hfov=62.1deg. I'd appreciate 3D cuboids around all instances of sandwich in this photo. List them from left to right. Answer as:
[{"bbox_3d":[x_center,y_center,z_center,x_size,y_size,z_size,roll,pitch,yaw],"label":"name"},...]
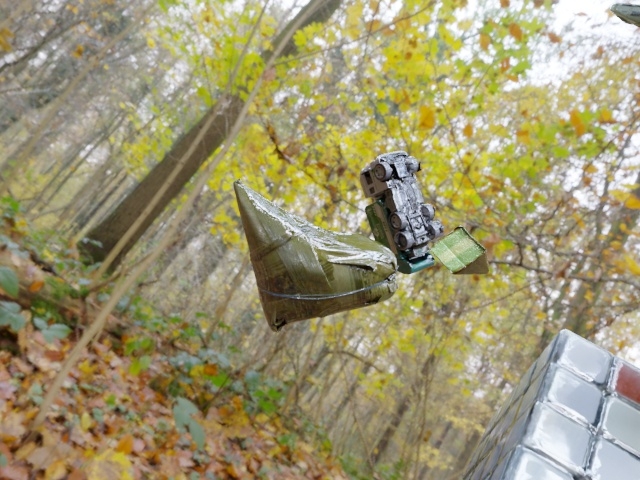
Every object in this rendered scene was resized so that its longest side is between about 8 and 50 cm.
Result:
[{"bbox_3d":[0.260,0.038,0.987,0.074,0.074,0.116,53,1,32],"label":"sandwich"}]

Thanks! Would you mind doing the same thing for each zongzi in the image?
[{"bbox_3d":[0.000,0.000,0.904,0.125,0.251,0.274,-114,-169,-70],"label":"zongzi"}]

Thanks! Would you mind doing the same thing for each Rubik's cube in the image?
[{"bbox_3d":[0.311,0.310,0.610,0.253,0.259,0.256,29,-45,17],"label":"Rubik's cube"}]

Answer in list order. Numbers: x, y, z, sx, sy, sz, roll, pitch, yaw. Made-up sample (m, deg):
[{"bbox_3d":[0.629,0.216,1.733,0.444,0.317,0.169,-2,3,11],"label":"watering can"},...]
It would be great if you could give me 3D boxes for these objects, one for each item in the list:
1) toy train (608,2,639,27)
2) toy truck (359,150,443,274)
[{"bbox_3d":[0.747,-0.519,1.237,0.055,0.048,0.252,15,23,-17],"label":"toy train"},{"bbox_3d":[0.168,-0.055,1.131,0.124,0.114,0.253,-24,-96,54],"label":"toy truck"}]
